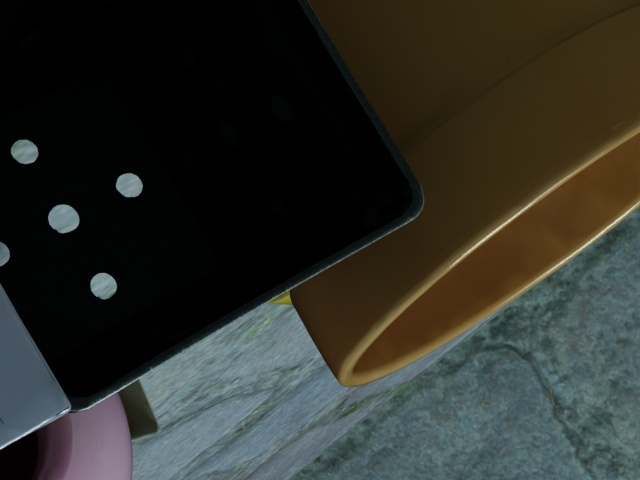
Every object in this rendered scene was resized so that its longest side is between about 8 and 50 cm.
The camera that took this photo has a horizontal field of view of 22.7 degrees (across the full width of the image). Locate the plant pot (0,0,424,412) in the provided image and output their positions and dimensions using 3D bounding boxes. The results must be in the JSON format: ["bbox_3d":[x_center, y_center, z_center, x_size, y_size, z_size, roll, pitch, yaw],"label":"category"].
[{"bbox_3d":[-0.101,-0.030,0.726,0.188,0.187,0.167,-30,177,-27],"label":"plant pot"}]

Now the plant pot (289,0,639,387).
[{"bbox_3d":[0.073,-0.079,0.923,0.291,0.203,0.291,-34,167,-9],"label":"plant pot"}]

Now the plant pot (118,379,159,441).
[{"bbox_3d":[-0.201,0.117,1.172,0.096,0.109,0.109,-27,172,21],"label":"plant pot"}]

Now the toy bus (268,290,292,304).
[{"bbox_3d":[-0.008,0.003,1.242,0.202,0.104,0.191,-27,165,-32],"label":"toy bus"}]

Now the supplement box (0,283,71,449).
[{"bbox_3d":[-0.193,0.038,0.664,0.073,0.130,0.239,-30,-174,-26],"label":"supplement box"}]

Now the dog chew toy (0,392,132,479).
[{"bbox_3d":[-0.238,0.155,1.001,0.207,0.206,0.332,-30,174,-25],"label":"dog chew toy"}]
